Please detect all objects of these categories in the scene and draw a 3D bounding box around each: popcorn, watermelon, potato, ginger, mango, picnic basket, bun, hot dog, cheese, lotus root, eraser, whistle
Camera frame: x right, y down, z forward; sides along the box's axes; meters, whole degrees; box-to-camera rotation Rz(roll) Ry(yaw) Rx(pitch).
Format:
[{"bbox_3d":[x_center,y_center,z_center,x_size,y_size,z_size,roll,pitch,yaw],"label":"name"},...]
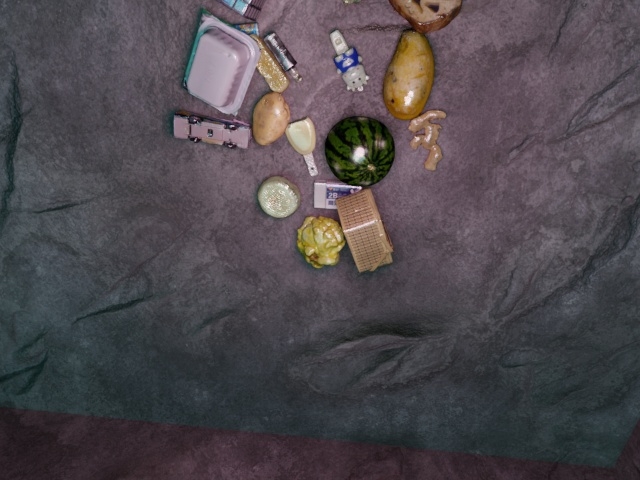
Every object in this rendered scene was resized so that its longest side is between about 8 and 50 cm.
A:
[{"bbox_3d":[0.000,0.000,1.943,0.256,0.195,0.255,-29,68,46],"label":"popcorn"},{"bbox_3d":[0.161,-0.361,1.746,0.285,0.285,0.285,1,114,2],"label":"watermelon"},{"bbox_3d":[-0.201,-0.497,1.777,0.161,0.128,0.235,31,125,29],"label":"potato"},{"bbox_3d":[0.445,-0.420,1.820,0.149,0.065,0.259,4,121,15],"label":"ginger"},{"bbox_3d":[0.349,-0.639,1.677,0.176,0.175,0.329,13,95,-28],"label":"mango"},{"bbox_3d":[0.201,-0.039,1.868,0.175,0.228,0.313,-18,135,7],"label":"picnic basket"},{"bbox_3d":[-0.179,-0.197,1.918,0.195,0.118,0.195,4,114,8],"label":"bun"},{"bbox_3d":[-0.215,-0.703,1.715,0.084,0.073,0.242,-33,108,19],"label":"hot dog"},{"bbox_3d":[-0.062,-0.398,1.857,0.127,0.054,0.251,-14,113,13],"label":"cheese"},{"bbox_3d":[0.390,-0.854,1.583,0.260,0.074,0.170,-8,82,2],"label":"lotus root"},{"bbox_3d":[0.078,-0.205,1.927,0.210,0.068,0.124,3,118,2],"label":"eraser"},{"bbox_3d":[0.108,-0.700,1.689,0.110,0.092,0.244,-23,112,17],"label":"whistle"}]

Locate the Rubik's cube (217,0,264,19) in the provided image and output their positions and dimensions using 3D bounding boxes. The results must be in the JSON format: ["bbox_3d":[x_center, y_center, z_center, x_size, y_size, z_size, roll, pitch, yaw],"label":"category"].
[{"bbox_3d":[-0.294,-0.951,1.516,0.237,0.238,0.237,30,113,-11],"label":"Rubik's cube"}]

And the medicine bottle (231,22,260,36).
[{"bbox_3d":[-0.332,-0.816,1.682,0.191,0.051,0.051,-4,114,5],"label":"medicine bottle"}]

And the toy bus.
[{"bbox_3d":[-0.442,-0.464,1.804,0.317,0.138,0.112,11,120,-3],"label":"toy bus"}]

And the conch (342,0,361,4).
[{"bbox_3d":[0.148,-0.943,1.565,0.188,0.122,0.176,-34,133,20],"label":"conch"}]

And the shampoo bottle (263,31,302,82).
[{"bbox_3d":[-0.141,-0.720,1.708,0.057,0.063,0.208,-33,108,17],"label":"shampoo bottle"}]

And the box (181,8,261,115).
[{"bbox_3d":[-0.409,-0.669,1.681,0.264,0.106,0.337,29,124,-3],"label":"box"}]
